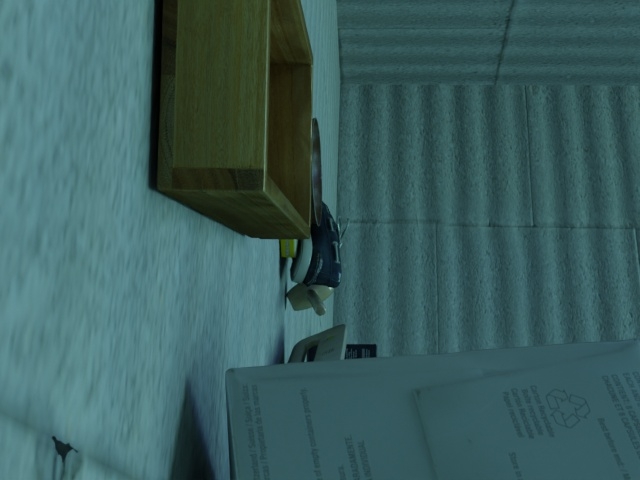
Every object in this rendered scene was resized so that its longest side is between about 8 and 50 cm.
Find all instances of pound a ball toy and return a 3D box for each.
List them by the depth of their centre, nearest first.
[{"bbox_3d":[-0.017,0.193,1.268,0.319,0.135,0.208,-71,136,-79],"label":"pound a ball toy"}]

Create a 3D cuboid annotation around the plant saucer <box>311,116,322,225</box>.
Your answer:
[{"bbox_3d":[-0.017,-0.106,1.315,0.168,0.029,0.168,0,90,-85],"label":"plant saucer"}]

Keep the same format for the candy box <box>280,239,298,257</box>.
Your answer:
[{"bbox_3d":[-0.043,-0.070,1.343,0.206,0.027,0.105,-83,175,-60],"label":"candy box"}]

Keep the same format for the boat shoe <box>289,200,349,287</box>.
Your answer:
[{"bbox_3d":[0.000,0.000,1.390,0.254,0.079,0.095,-93,-156,-68],"label":"boat shoe"}]

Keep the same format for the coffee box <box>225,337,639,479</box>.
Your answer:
[{"bbox_3d":[0.108,0.316,0.670,0.334,0.338,0.338,95,-13,-48],"label":"coffee box"}]

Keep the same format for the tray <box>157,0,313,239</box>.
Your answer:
[{"bbox_3d":[-0.055,-0.116,0.721,0.411,0.076,0.203,60,30,-85],"label":"tray"}]

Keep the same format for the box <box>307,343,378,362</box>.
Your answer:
[{"bbox_3d":[0.052,0.285,1.954,0.156,0.158,0.093,68,22,-81],"label":"box"}]
